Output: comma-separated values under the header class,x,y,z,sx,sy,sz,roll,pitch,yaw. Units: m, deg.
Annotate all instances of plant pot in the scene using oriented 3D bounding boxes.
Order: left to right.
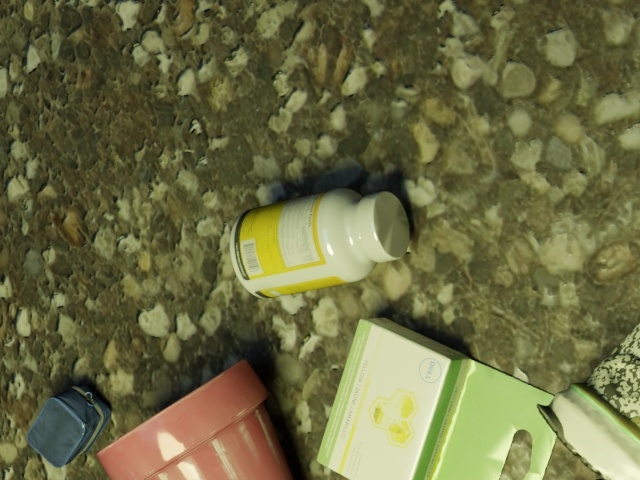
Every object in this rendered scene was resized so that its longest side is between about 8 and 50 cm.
class,x,y,z,sx,sy,sz,roll,pitch,yaw
plant pot,-0.118,0.257,1.603,0.201,0.201,0.180,-35,87,28

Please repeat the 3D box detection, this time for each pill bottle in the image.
class,x,y,z,sx,sy,sz,roll,pitch,yaw
pill bottle,0.000,0.000,1.569,0.184,0.103,0.103,-12,83,33

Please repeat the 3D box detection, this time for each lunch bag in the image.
class,x,y,z,sx,sy,sz,roll,pitch,yaw
lunch bag,-0.308,0.225,1.793,0.067,0.065,0.098,42,118,11

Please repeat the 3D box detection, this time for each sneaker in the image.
class,x,y,z,sx,sy,sz,roll,pitch,yaw
sneaker,0.398,0.205,1.291,0.410,0.158,0.182,34,90,24

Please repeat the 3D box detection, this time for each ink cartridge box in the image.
class,x,y,z,sx,sy,sz,roll,pitch,yaw
ink cartridge box,0.122,0.201,1.516,0.235,0.056,0.171,24,101,34

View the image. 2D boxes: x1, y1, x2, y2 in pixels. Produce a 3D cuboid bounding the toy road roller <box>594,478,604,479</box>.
class,x,y,z,sx,sy,sz,roll,pitch,yaw
toy road roller,0.216,0.391,1.336,0.202,0.240,0.329,43,111,27
